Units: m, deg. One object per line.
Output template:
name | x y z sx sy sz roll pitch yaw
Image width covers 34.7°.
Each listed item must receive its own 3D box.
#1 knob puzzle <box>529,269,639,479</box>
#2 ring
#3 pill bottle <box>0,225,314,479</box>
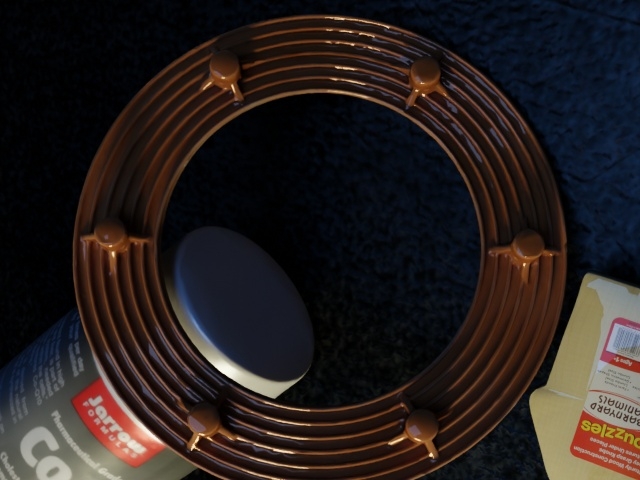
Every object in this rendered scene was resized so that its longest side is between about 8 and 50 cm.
knob puzzle | 0.234 0.133 0.680 0.213 0.030 0.213 5 104 21
ring | 0.000 0.000 0.686 0.337 0.032 0.336 0 78 1
pill bottle | -0.151 0.121 0.812 0.283 0.161 0.161 -37 80 28
